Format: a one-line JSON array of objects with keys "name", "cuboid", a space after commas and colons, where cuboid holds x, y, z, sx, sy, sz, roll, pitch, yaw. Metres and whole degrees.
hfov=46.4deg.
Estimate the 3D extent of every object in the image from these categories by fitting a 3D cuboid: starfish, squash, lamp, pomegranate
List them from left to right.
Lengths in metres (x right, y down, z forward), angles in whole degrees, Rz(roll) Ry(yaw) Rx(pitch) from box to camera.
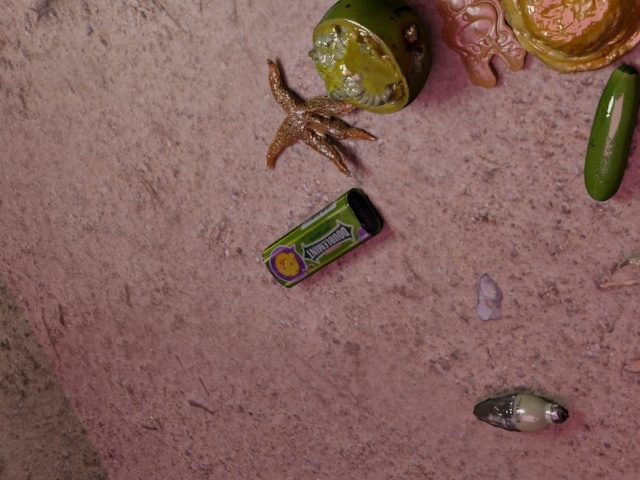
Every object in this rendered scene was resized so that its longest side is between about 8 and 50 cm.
[{"name": "starfish", "cuboid": [-0.013, -0.265, 1.814, 0.294, 0.084, 0.301, 19, 120, 21]}, {"name": "pomegranate", "cuboid": [0.091, -0.398, 1.596, 0.341, 0.260, 0.260, 16, 129, 56]}, {"name": "lamp", "cuboid": [0.511, 0.444, 1.921, 0.250, 0.101, 0.101, -10, 111, 39]}, {"name": "squash", "cuboid": [0.588, -0.208, 1.509, 0.082, 0.082, 0.292, 14, 123, 22]}]

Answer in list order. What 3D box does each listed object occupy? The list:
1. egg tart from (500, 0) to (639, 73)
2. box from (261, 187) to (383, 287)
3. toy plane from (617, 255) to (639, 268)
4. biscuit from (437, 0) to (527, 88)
[{"name": "egg tart", "cuboid": [0.481, -0.462, 1.395, 0.319, 0.128, 0.319, 12, 121, 21]}, {"name": "box", "cuboid": [0.000, 0.000, 1.947, 0.345, 0.097, 0.134, -32, 98, 38]}, {"name": "toy plane", "cuboid": [0.722, -0.037, 1.535, 0.108, 0.092, 0.286, 43, 132, 29]}, {"name": "biscuit", "cuboid": [0.328, -0.438, 1.556, 0.144, 0.040, 0.236, -30, 102, 32]}]
